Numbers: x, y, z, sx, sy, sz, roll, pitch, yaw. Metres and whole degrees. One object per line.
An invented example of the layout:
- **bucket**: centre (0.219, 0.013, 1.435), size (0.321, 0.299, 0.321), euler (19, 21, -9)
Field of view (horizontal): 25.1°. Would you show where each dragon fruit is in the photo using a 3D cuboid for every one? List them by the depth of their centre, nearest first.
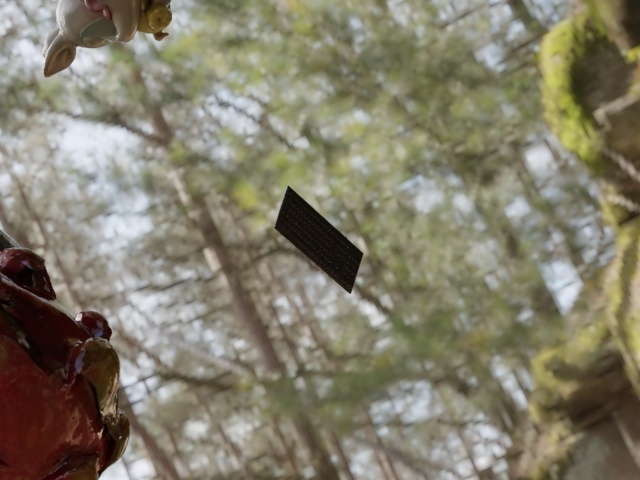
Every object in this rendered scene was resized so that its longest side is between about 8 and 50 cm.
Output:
- **dragon fruit**: centre (-0.299, 0.121, 1.277), size (0.243, 0.307, 0.227), euler (-39, 2, 37)

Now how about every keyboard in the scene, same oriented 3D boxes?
- **keyboard**: centre (0.000, 0.000, 1.939), size (0.011, 0.067, 0.202), euler (1, -26, 34)

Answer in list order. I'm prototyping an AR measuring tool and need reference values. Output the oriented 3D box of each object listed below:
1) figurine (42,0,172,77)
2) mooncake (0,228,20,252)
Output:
- **figurine**: centre (-0.274, -0.311, 1.885), size (0.155, 0.127, 0.235), euler (3, -49, -32)
- **mooncake**: centre (-0.552, 0.135, 2.008), size (0.381, 0.212, 0.351), euler (-41, -39, -22)
